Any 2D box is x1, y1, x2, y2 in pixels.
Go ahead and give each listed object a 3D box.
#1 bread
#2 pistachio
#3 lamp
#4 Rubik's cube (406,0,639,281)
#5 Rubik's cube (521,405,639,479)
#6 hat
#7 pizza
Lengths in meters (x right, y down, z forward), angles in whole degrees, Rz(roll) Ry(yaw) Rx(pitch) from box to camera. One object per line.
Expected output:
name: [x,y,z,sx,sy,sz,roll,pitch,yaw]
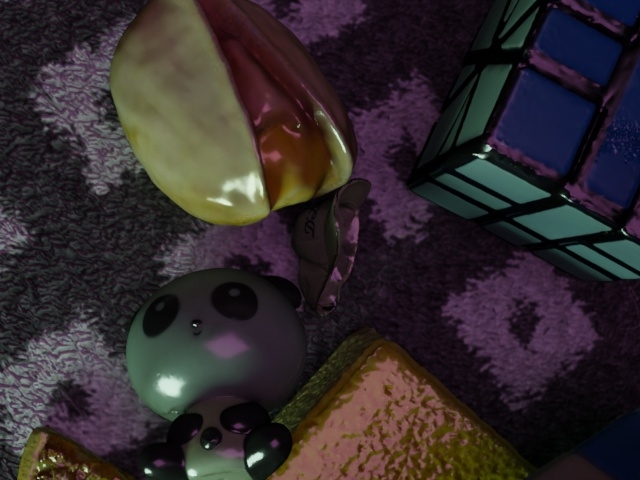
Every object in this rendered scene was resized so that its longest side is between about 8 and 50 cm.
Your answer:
bread: [0.066,0.316,1.056,0.323,0.143,0.333,43,81,-3]
pistachio: [-0.099,-0.150,1.012,0.230,0.230,0.309,-34,58,-9]
lamp: [-0.109,0.142,0.998,0.198,0.197,0.244,1,49,-9]
Rubik's cube: [0.299,-0.134,1.049,0.283,0.293,0.288,26,85,-4]
Rubik's cube: [0.349,0.396,0.885,0.347,0.346,0.344,-16,128,-43]
hat: [0.005,-0.001,1.068,0.081,0.166,0.122,22,61,3]
pizza: [-0.272,0.285,1.051,0.134,0.046,0.175,-21,90,-10]
